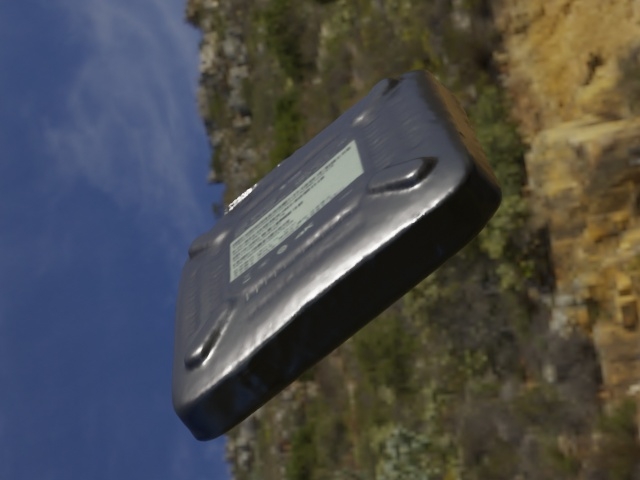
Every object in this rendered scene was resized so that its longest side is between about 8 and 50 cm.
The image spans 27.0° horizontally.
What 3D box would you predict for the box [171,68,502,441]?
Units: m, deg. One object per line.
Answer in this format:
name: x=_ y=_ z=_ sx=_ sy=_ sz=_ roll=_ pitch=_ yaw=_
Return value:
box: x=0.000 y=0.000 z=1.042 sx=0.073 sy=0.290 sz=0.289 roll=46 pitch=-166 yaw=-19
